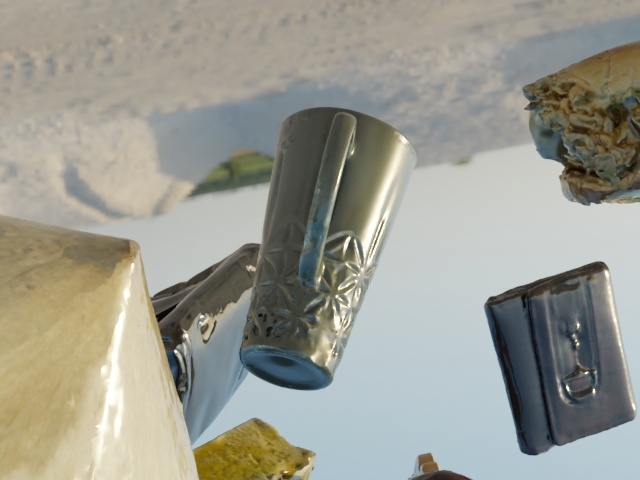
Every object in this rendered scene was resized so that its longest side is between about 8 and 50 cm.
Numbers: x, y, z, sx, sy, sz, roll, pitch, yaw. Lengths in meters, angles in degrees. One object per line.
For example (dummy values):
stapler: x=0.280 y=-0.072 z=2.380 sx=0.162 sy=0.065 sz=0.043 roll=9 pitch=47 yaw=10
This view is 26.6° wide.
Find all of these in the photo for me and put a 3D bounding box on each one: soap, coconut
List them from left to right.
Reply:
coconut: x=-0.208 y=0.107 z=0.749 sx=0.328 sy=0.329 sz=0.329 roll=-10 pitch=-178 yaw=0
soap: x=-0.127 y=0.354 z=1.409 sx=0.091 sy=0.315 sz=0.199 roll=32 pitch=-151 yaw=26

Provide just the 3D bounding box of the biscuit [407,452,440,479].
biscuit: x=0.127 y=0.336 z=1.647 sx=0.040 sy=0.144 sz=0.236 roll=-2 pitch=157 yaw=-6

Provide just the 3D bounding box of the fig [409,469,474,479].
fig: x=0.148 y=0.334 z=1.442 sx=0.190 sy=0.191 sz=0.290 roll=-9 pitch=175 yaw=22

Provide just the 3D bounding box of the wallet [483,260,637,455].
wallet: x=0.317 y=0.156 z=1.764 sx=0.182 sy=0.229 sz=0.049 roll=-18 pitch=-166 yaw=-14

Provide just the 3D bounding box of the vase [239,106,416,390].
vase: x=0.000 y=0.000 z=1.437 sx=0.156 sy=0.301 sz=0.251 roll=13 pitch=153 yaw=4

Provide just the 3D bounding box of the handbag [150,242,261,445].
handbag: x=-0.175 y=0.152 z=1.684 sx=0.275 sy=0.178 sz=0.302 roll=-19 pitch=-166 yaw=29

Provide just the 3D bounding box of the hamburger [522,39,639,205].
hamburger: x=0.314 y=-0.104 z=1.243 sx=0.286 sy=0.146 sz=0.243 roll=-9 pitch=171 yaw=-20
